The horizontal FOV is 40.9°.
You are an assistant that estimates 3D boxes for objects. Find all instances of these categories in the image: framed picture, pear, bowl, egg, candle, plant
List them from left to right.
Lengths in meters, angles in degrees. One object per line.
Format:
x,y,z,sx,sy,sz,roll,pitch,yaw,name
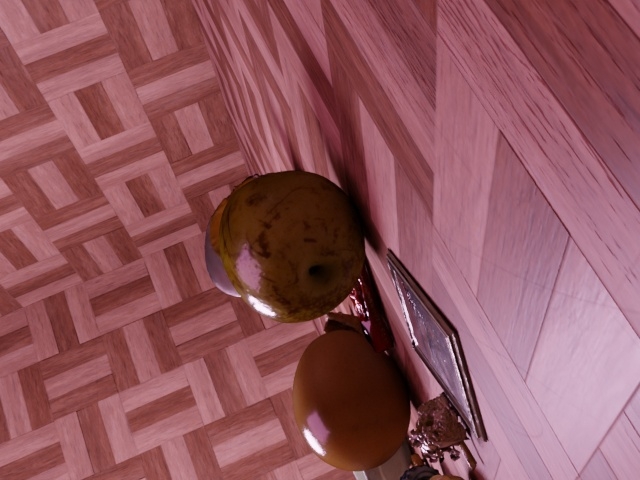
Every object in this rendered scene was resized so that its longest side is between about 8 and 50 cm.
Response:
-0.115,0.000,2.180,0.201,0.337,0.337,22,-145,-52,egg
-0.054,0.007,1.558,0.283,0.284,0.283,157,90,-84,pear
0.062,0.343,1.869,0.250,0.250,0.322,75,175,-52,egg
0.082,0.101,1.722,0.084,0.059,0.301,35,152,56,candle
0.149,0.566,2.370,0.307,0.163,0.307,158,90,-84,bowl
0.172,0.157,1.326,0.273,0.016,0.216,-124,12,-61,framed picture
0.213,0.313,1.391,0.122,0.104,0.116,38,-140,-11,plant

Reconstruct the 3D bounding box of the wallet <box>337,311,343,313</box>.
0.111,0.316,2.300,0.236,0.055,0.160,55,165,38,wallet

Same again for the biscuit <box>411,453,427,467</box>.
0.266,0.589,2.045,0.205,0.031,0.138,-120,10,-50,biscuit

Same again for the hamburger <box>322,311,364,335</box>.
0.062,0.249,2.120,0.262,0.131,0.124,71,-150,-80,hamburger

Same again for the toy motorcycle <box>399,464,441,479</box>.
0.238,0.687,1.788,0.409,0.237,0.169,65,148,11,toy motorcycle

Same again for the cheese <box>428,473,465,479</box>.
0.251,0.566,1.568,0.315,0.128,0.259,92,161,-65,cheese
